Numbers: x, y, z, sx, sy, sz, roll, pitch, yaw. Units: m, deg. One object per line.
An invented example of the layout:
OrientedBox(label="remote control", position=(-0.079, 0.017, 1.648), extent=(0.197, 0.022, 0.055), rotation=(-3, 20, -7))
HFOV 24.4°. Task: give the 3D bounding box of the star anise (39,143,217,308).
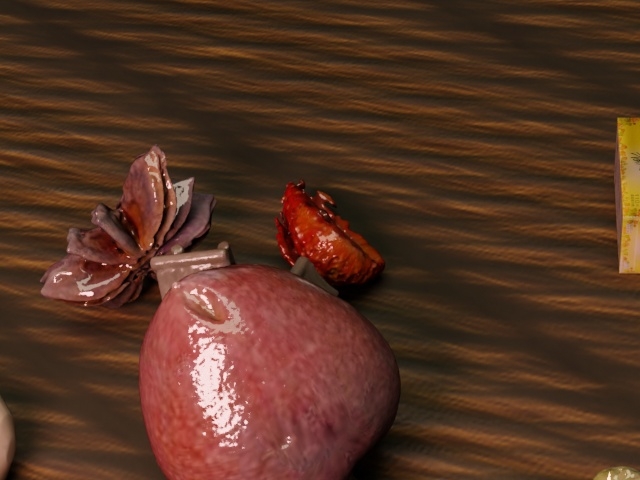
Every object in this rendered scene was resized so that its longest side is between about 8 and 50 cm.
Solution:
OrientedBox(label="star anise", position=(-0.213, -0.006, 1.705), extent=(0.229, 0.236, 0.093), rotation=(-23, 59, -35))

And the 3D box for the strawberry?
OrientedBox(label="strawberry", position=(0.000, 0.000, 1.758), extent=(0.082, 0.121, 0.188), rotation=(-51, 32, 7))

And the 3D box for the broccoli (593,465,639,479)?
OrientedBox(label="broccoli", position=(0.292, 0.300, 1.259), extent=(0.165, 0.304, 0.145), rotation=(-2, 43, 30))

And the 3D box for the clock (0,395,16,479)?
OrientedBox(label="clock", position=(-0.522, 0.197, 1.573), extent=(0.326, 0.184, 0.342), rotation=(-28, 53, -25))

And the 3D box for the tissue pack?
OrientedBox(label="tissue pack", position=(0.381, -0.054, 1.742), extent=(0.062, 0.095, 0.176), rotation=(0, 45, 7))

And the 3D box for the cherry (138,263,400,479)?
OrientedBox(label="cherry", position=(-0.059, 0.154, 1.481), extent=(0.261, 0.307, 0.221), rotation=(-48, 20, -21))

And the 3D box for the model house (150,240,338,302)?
OrientedBox(label="model house", position=(-0.090, 0.064, 1.649), extent=(0.229, 0.188, 0.122), rotation=(3, 61, 12))
